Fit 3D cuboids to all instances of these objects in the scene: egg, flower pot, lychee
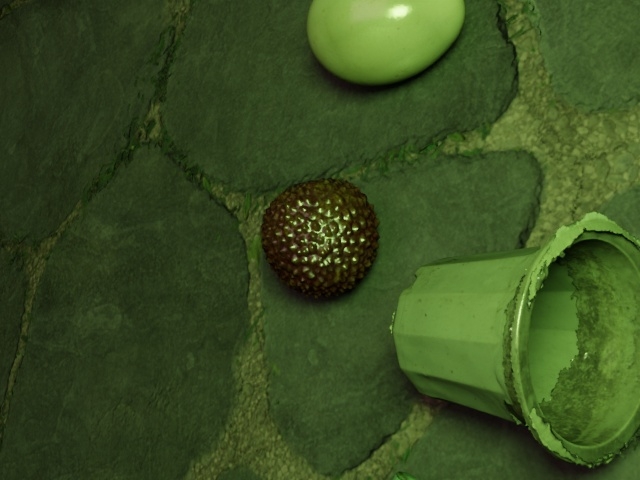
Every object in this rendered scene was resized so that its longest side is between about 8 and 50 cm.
[{"bbox_3d":[0.099,-0.335,1.458,0.254,0.189,0.188,-8,69,31],"label":"egg"},{"bbox_3d":[0.245,0.117,1.160,0.259,0.290,0.290,-3,72,52],"label":"flower pot"},{"bbox_3d":[0.000,0.000,1.431,0.188,0.188,0.188,-14,66,35],"label":"lychee"}]

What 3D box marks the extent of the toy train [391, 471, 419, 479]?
[{"bbox_3d":[0.084,0.462,1.242,0.194,0.120,0.298,29,93,34],"label":"toy train"}]
